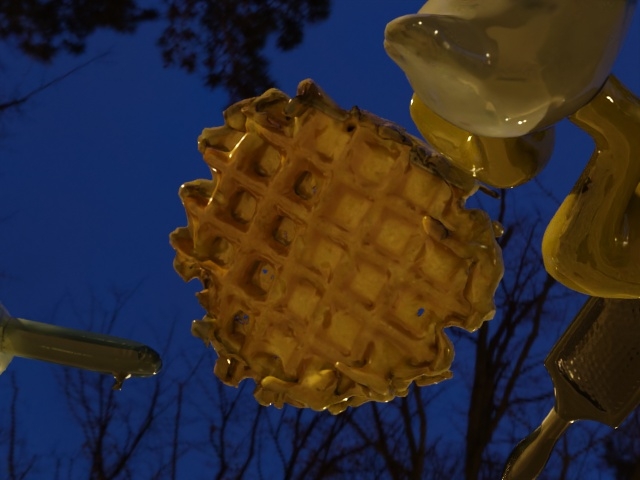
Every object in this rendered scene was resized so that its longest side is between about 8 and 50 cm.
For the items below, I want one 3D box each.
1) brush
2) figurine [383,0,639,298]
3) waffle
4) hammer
[{"bbox_3d":[0.160,0.102,0.659,0.063,0.016,0.193,46,-46,25],"label":"brush"},{"bbox_3d":[0.127,-0.179,0.433,0.204,0.283,0.338,26,-19,30],"label":"figurine"},{"bbox_3d":[-0.002,0.000,0.798,0.280,0.060,0.262,-19,-99,29],"label":"waffle"},{"bbox_3d":[-0.212,0.075,0.779,0.194,0.069,0.116,10,-26,8],"label":"hammer"}]
